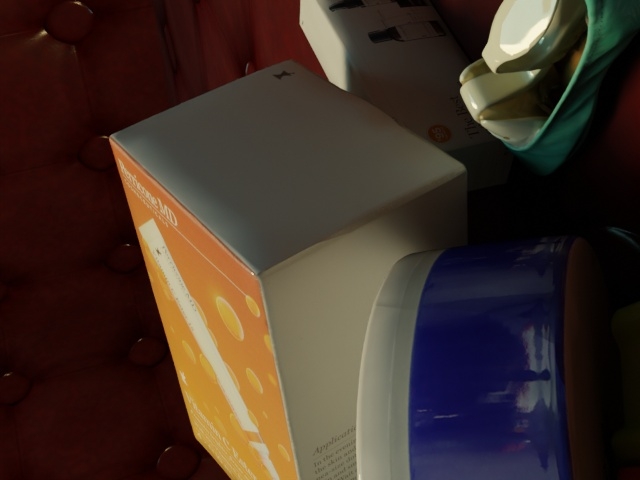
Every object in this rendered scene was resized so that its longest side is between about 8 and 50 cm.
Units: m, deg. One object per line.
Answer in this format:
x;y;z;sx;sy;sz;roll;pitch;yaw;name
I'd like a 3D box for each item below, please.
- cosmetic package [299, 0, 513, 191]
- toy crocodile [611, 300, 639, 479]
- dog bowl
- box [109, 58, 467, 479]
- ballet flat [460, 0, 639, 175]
0.065;-0.139;0.789;0.060;0.098;0.239;91;160;-51;cosmetic package
0.216;0.191;0.481;0.115;0.105;0.341;135;121;-75;toy crocodile
0.117;0.131;0.550;0.265;0.104;0.265;-9;-90;-67;dog bowl
-0.011;0.069;0.756;0.215;0.168;0.345;39;148;43;box
0.129;-0.111;0.567;0.247;0.087;0.083;103;150;-65;ballet flat
